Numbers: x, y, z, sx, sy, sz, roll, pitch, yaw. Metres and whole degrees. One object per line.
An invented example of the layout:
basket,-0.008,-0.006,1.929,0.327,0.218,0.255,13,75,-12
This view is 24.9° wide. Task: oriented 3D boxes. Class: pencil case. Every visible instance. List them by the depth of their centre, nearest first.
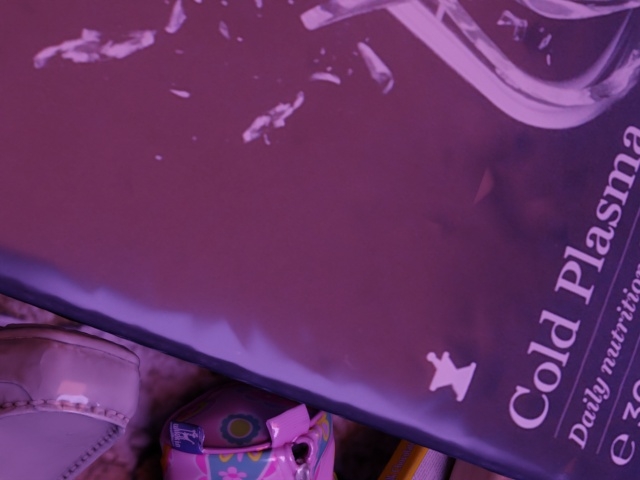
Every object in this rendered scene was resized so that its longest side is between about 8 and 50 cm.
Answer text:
pencil case,-0.030,0.237,0.997,0.124,0.124,0.284,-18,107,-32

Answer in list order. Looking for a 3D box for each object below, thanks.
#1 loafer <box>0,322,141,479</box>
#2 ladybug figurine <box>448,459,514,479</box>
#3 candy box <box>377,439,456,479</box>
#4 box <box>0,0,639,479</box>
loafer,-0.196,0.133,0.747,0.112,0.319,0.111,20,55,-32
ladybug figurine,0.228,0.236,0.979,0.162,0.305,0.449,41,53,-46
candy box,0.082,0.183,1.065,0.206,0.027,0.105,-50,132,-49
box,-0.001,-0.162,0.802,0.471,0.297,0.480,22,85,-22
